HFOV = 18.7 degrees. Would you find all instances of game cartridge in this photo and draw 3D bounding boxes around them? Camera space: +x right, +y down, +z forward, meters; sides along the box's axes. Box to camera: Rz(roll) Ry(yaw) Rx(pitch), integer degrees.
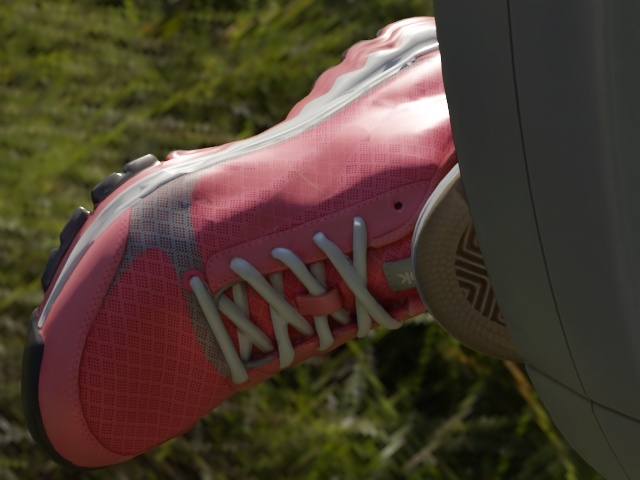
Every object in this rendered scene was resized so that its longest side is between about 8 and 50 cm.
[{"bbox_3d":[0.110,-0.076,0.471,0.198,0.297,0.062,-36,45,-26],"label":"game cartridge"}]

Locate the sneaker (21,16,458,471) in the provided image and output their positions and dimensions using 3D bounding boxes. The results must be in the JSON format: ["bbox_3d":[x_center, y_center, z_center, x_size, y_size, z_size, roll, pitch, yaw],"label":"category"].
[{"bbox_3d":[0.000,-0.001,0.902,0.314,0.116,0.136,-38,35,-23],"label":"sneaker"}]

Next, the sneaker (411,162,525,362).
[{"bbox_3d":[0.145,-0.050,0.731,0.282,0.099,0.153,-32,10,-9],"label":"sneaker"}]
